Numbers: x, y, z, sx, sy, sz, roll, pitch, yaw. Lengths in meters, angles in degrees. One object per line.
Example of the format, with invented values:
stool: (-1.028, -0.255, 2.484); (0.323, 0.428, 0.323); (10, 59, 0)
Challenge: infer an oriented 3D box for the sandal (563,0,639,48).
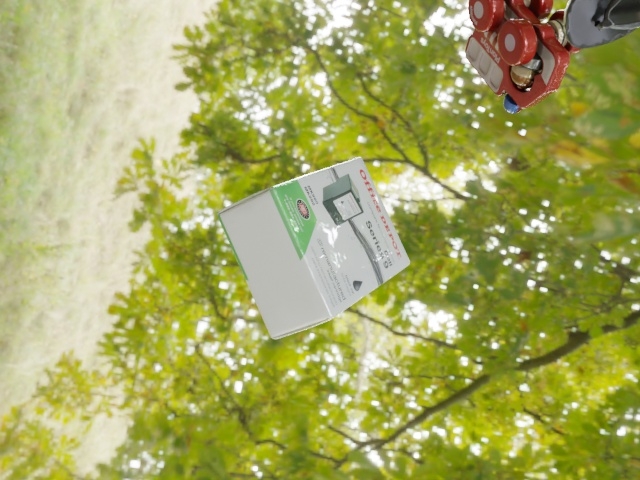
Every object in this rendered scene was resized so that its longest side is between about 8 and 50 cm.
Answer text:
sandal: (0.435, -0.330, 1.043); (0.254, 0.097, 0.054); (-24, -151, 29)

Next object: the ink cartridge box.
ink cartridge box: (0.000, 0.000, 1.266); (0.121, 0.289, 0.211); (-23, -88, 33)

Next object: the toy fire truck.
toy fire truck: (0.442, -0.428, 1.805); (0.254, 0.169, 0.302); (99, -31, -51)
